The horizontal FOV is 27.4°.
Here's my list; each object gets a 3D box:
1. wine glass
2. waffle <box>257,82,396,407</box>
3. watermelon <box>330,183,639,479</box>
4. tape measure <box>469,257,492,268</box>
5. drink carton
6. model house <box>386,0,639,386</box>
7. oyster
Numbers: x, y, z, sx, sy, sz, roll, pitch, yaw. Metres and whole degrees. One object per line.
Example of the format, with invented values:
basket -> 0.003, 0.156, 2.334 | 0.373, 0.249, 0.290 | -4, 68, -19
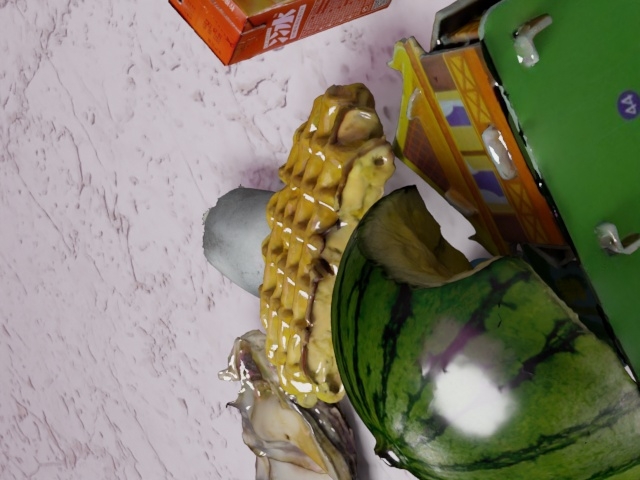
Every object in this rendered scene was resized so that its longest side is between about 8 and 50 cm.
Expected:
wine glass -> -0.016, 0.021, 1.452 | 0.241, 0.126, 0.126 | 23, 126, 36
waffle -> -0.002, 0.000, 1.256 | 0.283, 0.065, 0.309 | 122, 148, -49
watermelon -> 0.121, 0.116, 1.080 | 0.331, 0.189, 0.331 | 54, 180, 1
tape measure -> 0.176, 0.082, 1.304 | 0.146, 0.081, 0.125 | 32, 148, 36
drink carton -> -0.025, -0.246, 1.239 | 0.096, 0.223, 0.071 | 50, 140, 18
model house -> 0.224, -0.067, 1.112 | 0.357, 0.242, 0.313 | 61, 164, -13
oyster -> -0.017, 0.257, 1.602 | 0.275, 0.100, 0.271 | 37, 137, 12
